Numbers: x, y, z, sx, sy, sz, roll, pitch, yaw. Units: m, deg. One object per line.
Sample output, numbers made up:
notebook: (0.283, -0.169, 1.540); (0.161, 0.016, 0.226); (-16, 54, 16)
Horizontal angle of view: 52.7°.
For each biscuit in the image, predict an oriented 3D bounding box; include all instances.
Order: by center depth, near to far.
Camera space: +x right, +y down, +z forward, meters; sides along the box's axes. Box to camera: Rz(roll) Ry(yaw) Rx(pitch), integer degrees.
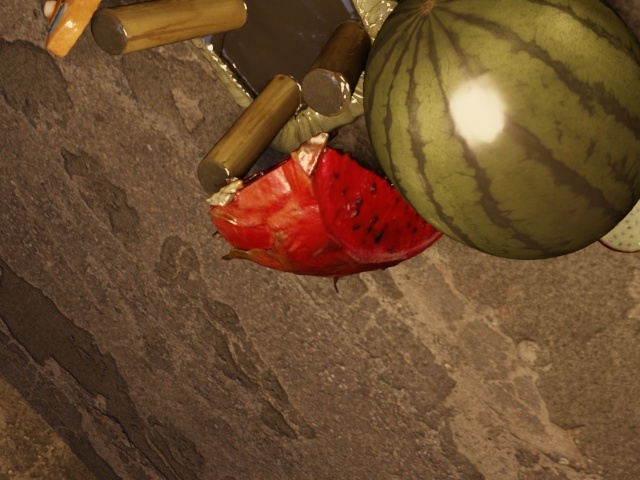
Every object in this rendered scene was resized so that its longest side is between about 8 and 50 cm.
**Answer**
biscuit: (-0.304, -0.358, 0.852); (0.049, 0.324, 0.205); (32, 113, -30)

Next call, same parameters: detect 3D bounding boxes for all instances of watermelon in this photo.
watermelon: (0.204, -0.122, 0.680); (0.278, 0.279, 0.359); (-24, 137, 39)

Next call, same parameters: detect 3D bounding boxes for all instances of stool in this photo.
stool: (-0.082, -0.250, 0.818); (0.310, 0.226, 0.310); (-28, 101, 42)

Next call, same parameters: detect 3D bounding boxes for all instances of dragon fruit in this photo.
dragon fruit: (0.000, 0.000, 0.874); (0.282, 0.343, 0.100); (-19, 64, 34)

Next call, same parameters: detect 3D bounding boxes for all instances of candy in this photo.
candy: (0.379, -0.033, 0.795); (0.103, 0.043, 0.103); (16, 126, 23)
